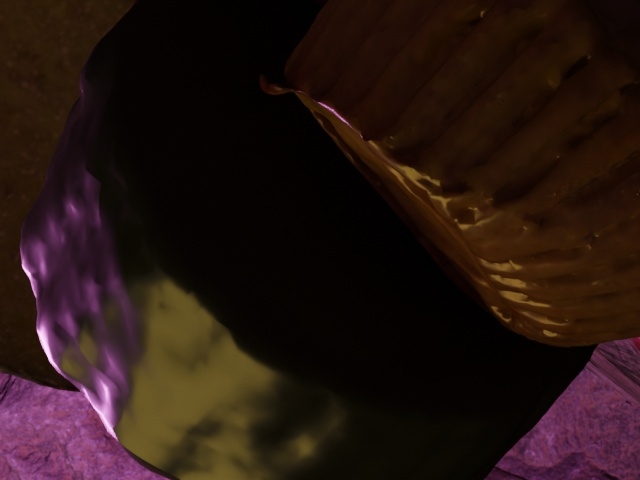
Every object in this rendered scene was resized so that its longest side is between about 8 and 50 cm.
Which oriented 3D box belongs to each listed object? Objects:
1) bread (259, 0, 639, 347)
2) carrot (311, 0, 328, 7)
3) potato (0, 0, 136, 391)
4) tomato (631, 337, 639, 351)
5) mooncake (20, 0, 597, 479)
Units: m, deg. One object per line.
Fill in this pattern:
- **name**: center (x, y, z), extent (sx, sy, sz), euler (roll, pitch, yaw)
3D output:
- **bread**: center (0.106, -0.048, 0.827), extent (0.274, 0.149, 0.274), euler (43, 180, 0)
- **carrot**: center (-0.055, -0.222, 0.984), extent (0.271, 0.066, 0.062), euler (39, 135, 12)
- **potato**: center (-0.174, -0.105, 1.384), extent (0.442, 0.385, 0.319), euler (31, -160, -17)
- **tomato**: center (0.275, 0.057, 1.174), extent (0.159, 0.091, 0.139), euler (33, 177, 42)
- **mooncake**: center (0.000, 0.000, 1.010), extent (0.356, 0.356, 0.194), euler (37, 134, -4)
